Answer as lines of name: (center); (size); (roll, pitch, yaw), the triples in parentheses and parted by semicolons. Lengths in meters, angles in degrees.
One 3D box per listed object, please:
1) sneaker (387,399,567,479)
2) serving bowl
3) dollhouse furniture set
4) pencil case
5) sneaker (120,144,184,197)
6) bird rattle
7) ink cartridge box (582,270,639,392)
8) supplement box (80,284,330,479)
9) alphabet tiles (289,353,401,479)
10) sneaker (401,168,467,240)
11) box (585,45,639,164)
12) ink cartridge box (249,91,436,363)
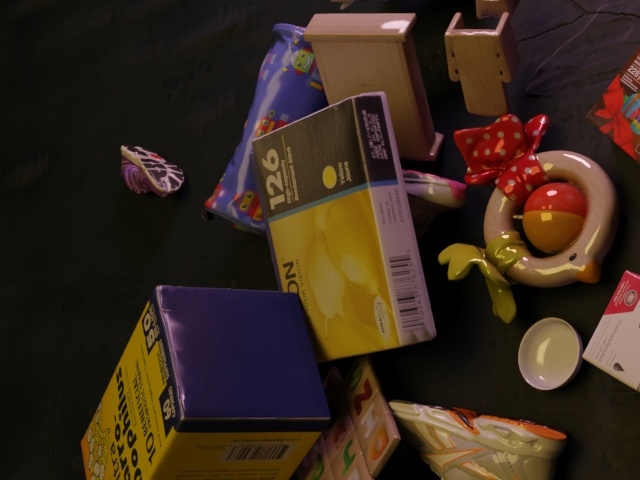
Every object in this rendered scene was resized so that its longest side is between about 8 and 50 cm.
sneaker: (0.157, 0.254, 1.558); (0.262, 0.099, 0.121); (5, 83, 48)
serving bowl: (0.266, 0.131, 1.538); (0.083, 0.027, 0.083); (-20, 61, 40)
dollhouse furniture set: (0.158, -0.277, 1.779); (0.286, 0.198, 0.303); (5, 45, 25)
pencil case: (-0.061, -0.152, 1.917); (0.133, 0.119, 0.306); (-130, 61, -85)
sneaker: (-0.272, -0.098, 2.165); (0.170, 0.068, 0.071); (36, 117, 55)
bird rattle: (0.252, -0.030, 1.580); (0.207, 0.143, 0.253); (4, 64, 35)
ink cartridge box: (0.366, 0.113, 1.416); (0.150, 0.063, 0.109); (32, 99, 47)
supplement box: (-0.157, 0.242, 1.722); (0.356, 0.195, 0.194); (-60, 36, 43)
alphabet tiles: (0.001, 0.297, 1.648); (0.285, 0.011, 0.342); (-59, 18, 15)
sneaker: (0.090, -0.018, 1.733); (0.252, 0.103, 0.111); (-19, 66, 47)
box: (0.439, -0.129, 1.436); (0.201, 0.057, 0.293); (-54, 45, 15)
ink cartridge box: (0.000, 0.000, 1.701); (0.307, 0.072, 0.303); (-19, 82, 51)
